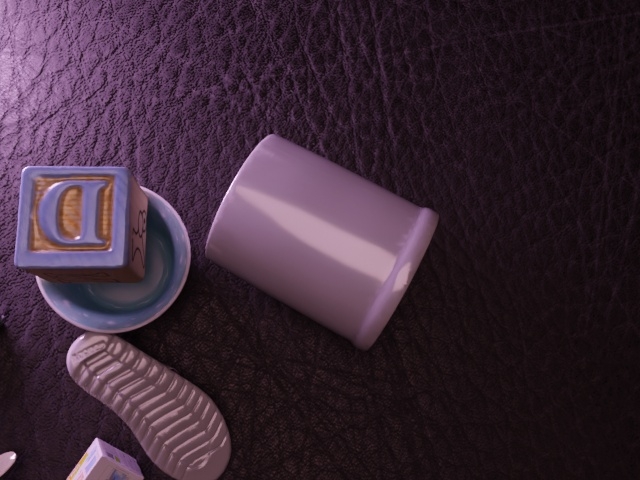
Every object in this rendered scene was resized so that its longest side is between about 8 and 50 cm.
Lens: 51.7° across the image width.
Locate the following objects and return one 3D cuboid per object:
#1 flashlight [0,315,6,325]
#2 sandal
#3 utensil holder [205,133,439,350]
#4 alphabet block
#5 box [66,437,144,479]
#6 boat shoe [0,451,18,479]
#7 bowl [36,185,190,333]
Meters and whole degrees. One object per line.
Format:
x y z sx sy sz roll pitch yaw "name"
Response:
-0.788 0.239 1.340 0.103 0.103 0.304 48 55 -3 "flashlight"
-0.345 0.337 1.393 0.169 0.102 0.416 -43 100 -11 "sandal"
0.000 0.000 1.384 0.386 0.327 0.327 27 78 4 "utensil holder"
-0.439 -0.023 1.244 0.194 0.197 0.192 2 78 -5 "alphabet block"
-0.464 0.523 1.328 0.103 0.114 0.203 39 77 -21 "box"
-0.665 0.485 1.336 0.049 0.042 0.133 28 66 38 "boat shoe"
-0.426 0.045 1.414 0.312 0.163 0.311 1 80 -5 "bowl"
